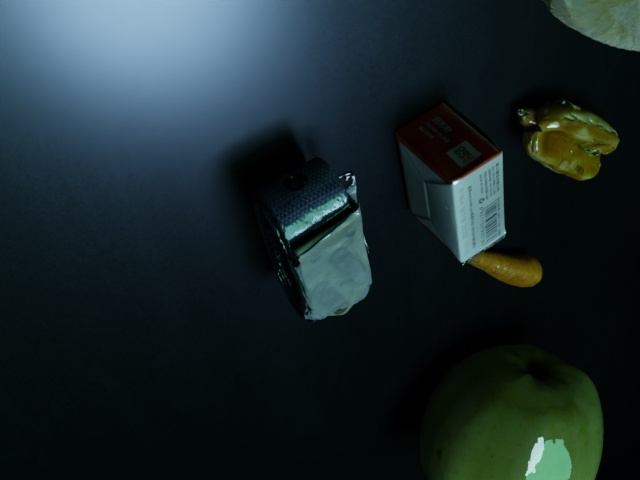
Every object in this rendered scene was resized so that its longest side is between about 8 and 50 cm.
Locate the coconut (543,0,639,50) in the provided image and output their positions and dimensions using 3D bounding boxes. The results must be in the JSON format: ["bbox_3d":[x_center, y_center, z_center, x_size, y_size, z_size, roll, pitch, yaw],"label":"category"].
[{"bbox_3d":[0.361,-0.371,0.825,0.346,0.346,0.360,94,21,-44],"label":"coconut"}]

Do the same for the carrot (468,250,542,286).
[{"bbox_3d":[0.310,0.044,1.439,0.257,0.061,0.061,10,121,-42],"label":"carrot"}]

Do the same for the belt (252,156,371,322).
[{"bbox_3d":[0.000,0.000,1.053,0.126,0.139,0.230,-29,140,-13],"label":"belt"}]

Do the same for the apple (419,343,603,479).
[{"bbox_3d":[0.368,0.377,1.604,0.357,0.357,0.357,-23,140,-21],"label":"apple"}]

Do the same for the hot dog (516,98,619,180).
[{"bbox_3d":[0.384,-0.159,1.281,0.269,0.072,0.109,12,118,-48],"label":"hot dog"}]

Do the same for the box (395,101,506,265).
[{"bbox_3d":[0.187,-0.079,1.142,0.099,0.133,0.182,-31,140,-10],"label":"box"}]
